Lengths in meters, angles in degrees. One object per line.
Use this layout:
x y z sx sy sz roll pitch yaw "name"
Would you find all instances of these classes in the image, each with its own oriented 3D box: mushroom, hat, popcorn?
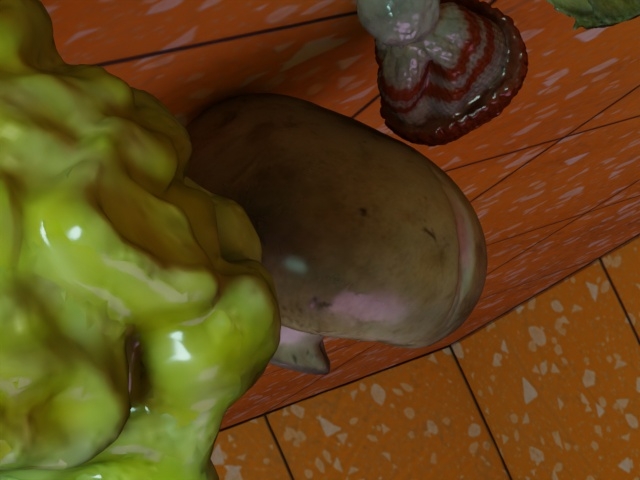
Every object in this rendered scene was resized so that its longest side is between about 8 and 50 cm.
0.000 0.000 1.245 0.254 0.184 0.255 17 177 1 "mushroom"
0.068 -0.128 1.172 0.112 0.094 0.162 -33 163 11 "hat"
-0.172 0.022 0.777 0.312 0.312 0.312 -24 170 -4 "popcorn"

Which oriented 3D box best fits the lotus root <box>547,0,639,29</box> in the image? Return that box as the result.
0.150 -0.185 0.936 0.070 0.144 0.143 -26 -179 -31 "lotus root"
